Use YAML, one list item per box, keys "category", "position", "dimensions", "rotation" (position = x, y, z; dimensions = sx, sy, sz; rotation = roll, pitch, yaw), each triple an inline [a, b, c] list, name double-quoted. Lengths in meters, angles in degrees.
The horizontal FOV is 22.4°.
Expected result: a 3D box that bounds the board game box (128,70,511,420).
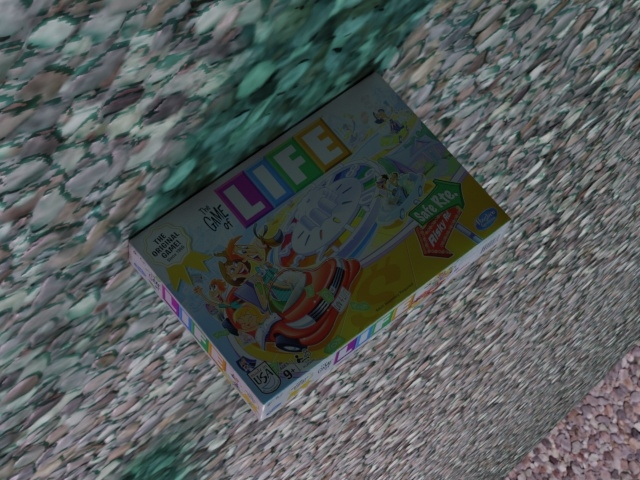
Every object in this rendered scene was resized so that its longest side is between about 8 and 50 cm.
- category: "board game box"
  position: [0.000, 0.000, 0.778]
  dimensions: [0.154, 0.103, 0.026]
  rotation: [-36, 164, -18]
